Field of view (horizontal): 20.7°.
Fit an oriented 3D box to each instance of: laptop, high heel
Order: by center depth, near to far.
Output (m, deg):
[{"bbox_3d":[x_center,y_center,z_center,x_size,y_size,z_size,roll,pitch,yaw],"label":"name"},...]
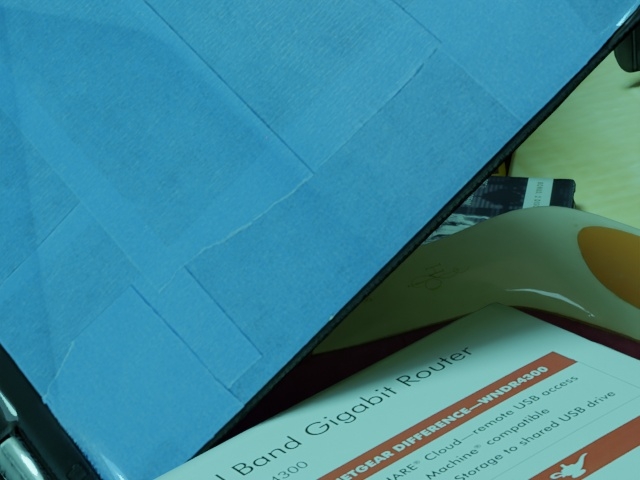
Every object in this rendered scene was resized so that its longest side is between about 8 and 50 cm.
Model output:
[{"bbox_3d":[-0.187,-0.084,0.565,0.408,0.236,0.382,-8,43,-43],"label":"laptop"},{"bbox_3d":[0.055,0.052,0.661,0.244,0.117,0.082,5,35,-21],"label":"high heel"}]

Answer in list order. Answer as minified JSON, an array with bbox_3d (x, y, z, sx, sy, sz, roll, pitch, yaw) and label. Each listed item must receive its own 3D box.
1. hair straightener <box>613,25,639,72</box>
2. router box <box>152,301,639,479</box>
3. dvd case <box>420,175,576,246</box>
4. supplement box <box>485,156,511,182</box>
[{"bbox_3d":[0.255,-0.144,1.001,0.230,0.047,0.089,-24,27,-25],"label":"hair straightener"},{"bbox_3d":[0.021,0.152,0.423,0.335,0.082,0.301,-25,27,-27],"label":"router box"},{"bbox_3d":[0.000,0.000,0.784,0.221,0.018,0.164,2,20,10],"label":"dvd case"},{"bbox_3d":[0.027,-0.137,0.915,0.129,0.191,0.194,-6,24,14],"label":"supplement box"}]
